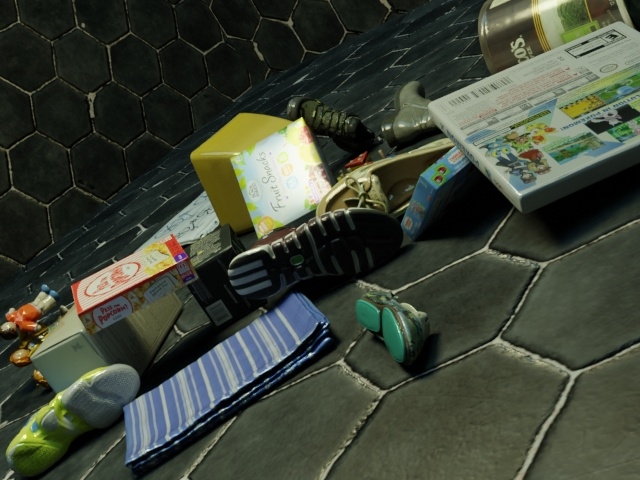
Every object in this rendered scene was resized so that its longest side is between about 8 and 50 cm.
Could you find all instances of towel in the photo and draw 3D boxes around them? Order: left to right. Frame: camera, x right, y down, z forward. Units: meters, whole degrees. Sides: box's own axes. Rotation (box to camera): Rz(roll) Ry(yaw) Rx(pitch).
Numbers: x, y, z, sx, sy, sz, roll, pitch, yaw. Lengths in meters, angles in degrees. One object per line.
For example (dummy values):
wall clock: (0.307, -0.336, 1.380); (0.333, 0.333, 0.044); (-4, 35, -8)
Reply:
towel: (-0.144, 0.191, 1.328); (0.336, 0.040, 0.243); (-34, 16, -5)

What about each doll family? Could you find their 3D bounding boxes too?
doll family: (-0.528, 0.212, 1.829); (0.263, 0.118, 0.163); (19, 52, 32)

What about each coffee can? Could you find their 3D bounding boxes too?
coffee can: (0.452, -0.388, 1.630); (0.275, 0.201, 0.201); (-16, 23, 43)

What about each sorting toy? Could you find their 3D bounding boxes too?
sorting toy: (0.085, -0.139, 1.846); (0.275, 0.046, 0.132); (-11, 26, 51)

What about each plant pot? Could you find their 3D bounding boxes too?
plant pot: (-0.119, -0.153, 2.007); (0.187, 0.212, 0.212); (-2, 31, 35)

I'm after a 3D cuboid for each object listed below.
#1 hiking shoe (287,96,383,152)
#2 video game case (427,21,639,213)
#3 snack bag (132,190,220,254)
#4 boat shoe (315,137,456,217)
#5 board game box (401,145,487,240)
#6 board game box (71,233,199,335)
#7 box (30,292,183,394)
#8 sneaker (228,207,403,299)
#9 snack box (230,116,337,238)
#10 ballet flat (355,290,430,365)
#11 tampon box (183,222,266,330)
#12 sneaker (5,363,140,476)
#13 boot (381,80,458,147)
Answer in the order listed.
hiking shoe: (0.033, -0.267, 2.034); (0.114, 0.227, 0.086); (-5, 70, 52)
video game case: (0.355, -0.182, 1.265); (0.329, 0.036, 0.300); (-23, 36, -5)
snack bag: (-0.286, -0.066, 2.317); (0.343, 0.037, 0.323); (-13, 26, 49)
boat shoe: (0.122, -0.095, 1.517); (0.285, 0.104, 0.089); (-29, -1, -1)
board game box: (0.219, -0.106, 1.393); (0.211, 0.039, 0.160); (-38, -17, -23)
board game box: (-0.307, 0.069, 1.498); (0.194, 0.045, 0.147); (-28, 23, -10)
box: (-0.372, 0.161, 1.635); (0.121, 0.148, 0.311); (-26, 16, 20)
sneaker: (-0.008, -0.002, 1.471); (0.282, 0.106, 0.162); (-15, 16, 7)
snack box: (-0.065, -0.111, 1.796); (0.175, 0.070, 0.207); (-28, 58, 12)
ballet flat: (0.099, 0.100, 1.124); (0.070, 0.070, 0.188); (-34, 21, -5)
tampon box: (-0.170, 0.060, 1.601); (0.101, 0.120, 0.161); (-31, 16, 2)
sneaker: (-0.400, 0.270, 1.465); (0.240, 0.091, 0.126); (-36, 16, -9)
boot: (0.238, -0.285, 1.966); (0.161, 0.083, 0.246); (-14, 29, 28)
